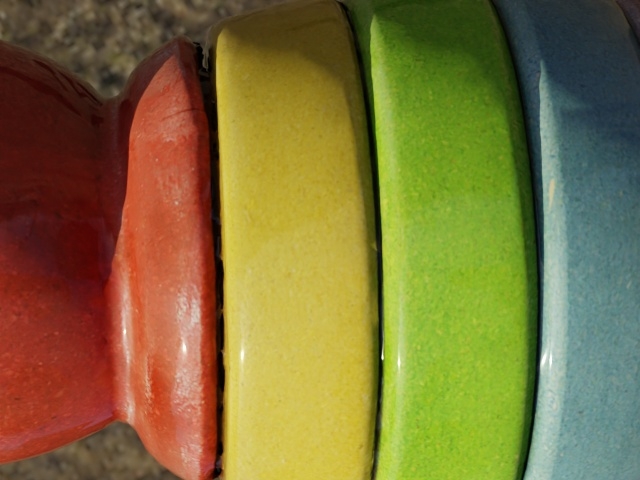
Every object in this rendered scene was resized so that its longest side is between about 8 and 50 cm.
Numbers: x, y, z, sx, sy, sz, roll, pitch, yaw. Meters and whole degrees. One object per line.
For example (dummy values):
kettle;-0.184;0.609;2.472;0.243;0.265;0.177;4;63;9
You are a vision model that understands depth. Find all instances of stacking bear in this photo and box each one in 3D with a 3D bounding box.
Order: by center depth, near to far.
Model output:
stacking bear;0.000;0.000;0.450;0.289;0.164;0.175;-2;148;-6
